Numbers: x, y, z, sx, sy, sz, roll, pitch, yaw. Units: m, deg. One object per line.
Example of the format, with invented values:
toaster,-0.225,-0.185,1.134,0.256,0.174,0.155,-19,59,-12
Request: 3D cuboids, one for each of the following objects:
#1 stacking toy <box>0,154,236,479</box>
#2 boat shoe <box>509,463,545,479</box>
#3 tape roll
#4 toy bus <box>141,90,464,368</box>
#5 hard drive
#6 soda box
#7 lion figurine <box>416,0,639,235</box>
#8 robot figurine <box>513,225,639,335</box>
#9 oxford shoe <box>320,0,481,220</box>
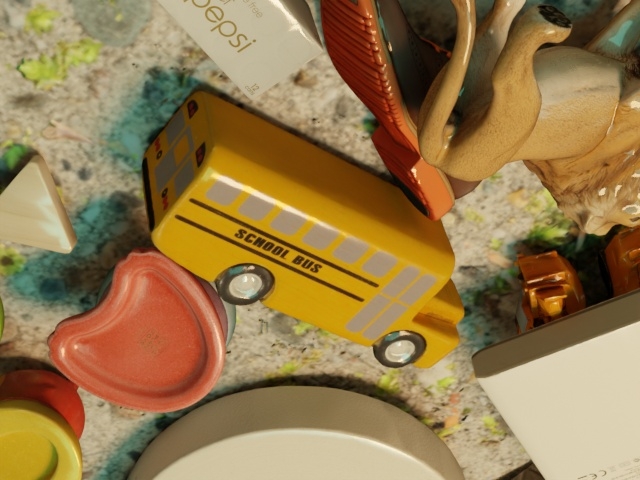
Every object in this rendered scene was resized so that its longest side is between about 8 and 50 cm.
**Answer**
stacking toy,-0.248,0.072,1.192,0.309,0.130,0.279,-35,105,15
boat shoe,0.285,0.336,1.548,0.355,0.132,0.130,-21,145,18
tape roll,-0.026,0.322,1.425,0.392,0.072,0.392,0,126,0
toy bus,0.000,0.000,1.150,0.333,0.108,0.130,24,121,-32
hard drive,0.304,0.178,1.318,0.203,0.040,0.307,-23,132,15
soda box,-0.088,-0.206,0.956,0.074,0.069,0.216,-31,133,15
lion figurine,0.180,-0.105,1.028,0.392,0.142,0.240,3,137,-38
robot figurine,0.293,0.108,1.343,0.211,0.085,0.291,-17,135,4
oxford shoe,0.078,-0.136,1.066,0.098,0.097,0.271,-36,139,-7
